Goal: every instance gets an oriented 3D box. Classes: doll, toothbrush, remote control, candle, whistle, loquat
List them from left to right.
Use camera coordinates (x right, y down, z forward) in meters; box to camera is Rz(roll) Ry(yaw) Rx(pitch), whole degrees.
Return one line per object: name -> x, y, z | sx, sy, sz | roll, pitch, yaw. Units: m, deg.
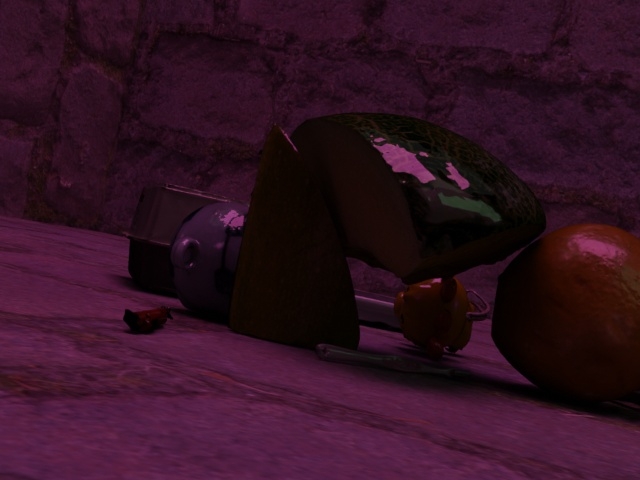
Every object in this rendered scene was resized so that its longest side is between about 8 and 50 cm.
candle -> -0.175, 0.082, 1.049 | 0.026, 0.021, 0.167 | 21, -1, 4
whistle -> -0.106, 0.029, 1.332 | 0.163, 0.163, 0.290 | 11, 0, 30
remote control -> 0.063, 0.116, 1.782 | 0.296, 0.056, 0.140 | 13, 1, -7
toothbrush -> 0.083, 0.138, 1.119 | 0.204, 0.017, 0.022 | 12, -20, -26
doll -> 0.171, 0.106, 1.423 | 0.135, 0.143, 0.221 | 13, -11, 3
loquat -> 0.330, 0.085, 1.172 | 0.246, 0.213, 0.213 | -6, -12, 39

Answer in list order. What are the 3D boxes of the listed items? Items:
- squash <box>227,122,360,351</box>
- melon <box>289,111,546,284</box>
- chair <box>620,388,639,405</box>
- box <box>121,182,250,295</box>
squash -> 0.000, 0.000, 1.192 | 0.169, 0.252, 0.093 | 12, 1, -27
melon -> 0.116, -0.036, 1.159 | 0.331, 0.226, 0.343 | 35, -18, -10
chair -> 0.424, 0.148, 1.346 | 0.147, 0.136, 0.270 | 13, -2, -22
box -> -0.203, 0.004, 1.618 | 0.221, 0.166, 0.290 | 12, 0, -16
